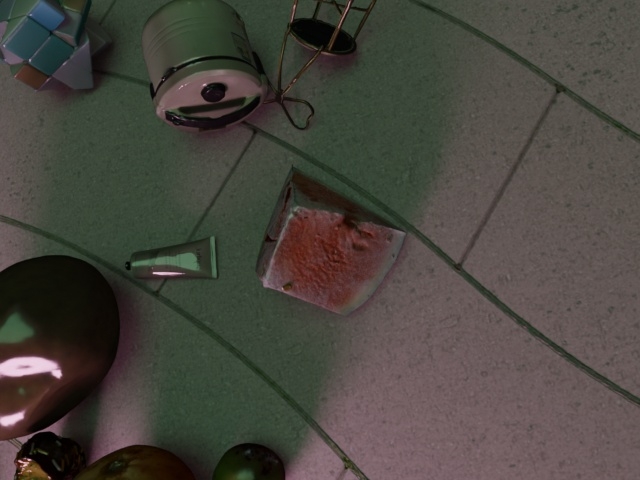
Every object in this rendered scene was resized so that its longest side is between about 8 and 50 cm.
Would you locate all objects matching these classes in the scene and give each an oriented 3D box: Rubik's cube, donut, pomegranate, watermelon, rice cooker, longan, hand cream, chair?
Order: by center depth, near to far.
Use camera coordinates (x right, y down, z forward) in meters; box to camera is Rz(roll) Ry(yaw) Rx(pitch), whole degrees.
[{"bbox_3d":[-0.303,0.487,0.949,0.229,0.252,0.270,-20,101,-29],"label":"pomegranate"},{"bbox_3d":[-0.119,0.411,0.975,0.130,0.159,0.129,3,74,-12],"label":"pomegranate"},{"bbox_3d":[0.000,0.000,1.020,0.262,0.201,0.212,26,93,13],"label":"watermelon"},{"bbox_3d":[-0.487,0.464,1.022,0.096,0.216,0.230,6,58,-5],"label":"donut"},{"bbox_3d":[-0.526,0.190,1.056,0.288,0.288,0.350,30,90,17],"label":"longan"},{"bbox_3d":[-0.229,-0.335,1.139,0.226,0.226,0.244,-22,71,7],"label":"rice cooker"},{"bbox_3d":[-0.004,-0.410,1.154,0.160,0.170,0.325,35,130,14],"label":"chair"},{"bbox_3d":[-0.301,0.043,1.159,0.186,0.054,0.087,-7,80,4],"label":"hand cream"},{"bbox_3d":[-0.593,-0.458,1.264,0.265,0.213,0.224,-41,57,12],"label":"Rubik's cube"}]
